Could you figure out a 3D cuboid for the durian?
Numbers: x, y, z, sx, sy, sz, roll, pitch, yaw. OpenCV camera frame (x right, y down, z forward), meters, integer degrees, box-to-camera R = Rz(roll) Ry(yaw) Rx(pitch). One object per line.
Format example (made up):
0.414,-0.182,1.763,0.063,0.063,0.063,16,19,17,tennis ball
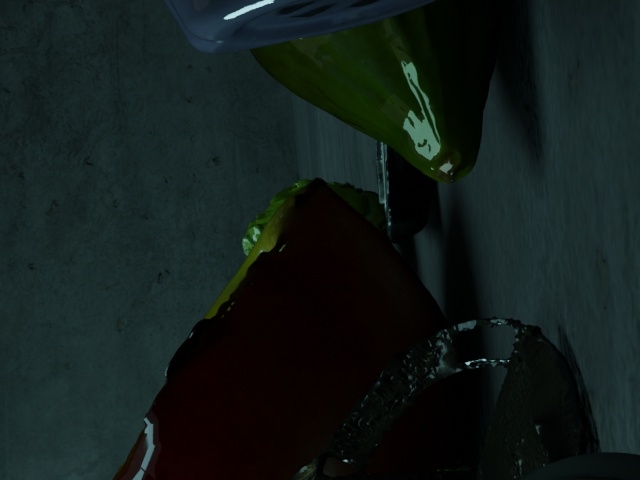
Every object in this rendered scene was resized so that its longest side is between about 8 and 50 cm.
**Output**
0.002,0.007,1.406,0.375,0.132,0.107,-54,-19,-64,durian

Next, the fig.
0.036,-0.145,0.865,0.233,0.167,0.167,45,167,11,fig

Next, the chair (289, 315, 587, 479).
0.057,0.147,0.799,0.174,0.149,0.213,-96,8,-49,chair

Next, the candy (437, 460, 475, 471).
0.098,0.221,1.015,0.058,0.062,0.194,21,137,36,candy

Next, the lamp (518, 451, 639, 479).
0.090,0.117,0.484,0.105,0.105,0.105,176,90,-87,lamp

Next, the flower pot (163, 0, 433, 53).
-0.004,-0.219,0.684,0.265,0.265,0.243,-154,47,-86,flower pot

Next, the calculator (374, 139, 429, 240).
0.057,-0.096,1.287,0.268,0.040,0.177,-105,12,-76,calculator

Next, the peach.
-0.032,0.126,1.089,0.281,0.281,0.338,104,163,-79,peach
